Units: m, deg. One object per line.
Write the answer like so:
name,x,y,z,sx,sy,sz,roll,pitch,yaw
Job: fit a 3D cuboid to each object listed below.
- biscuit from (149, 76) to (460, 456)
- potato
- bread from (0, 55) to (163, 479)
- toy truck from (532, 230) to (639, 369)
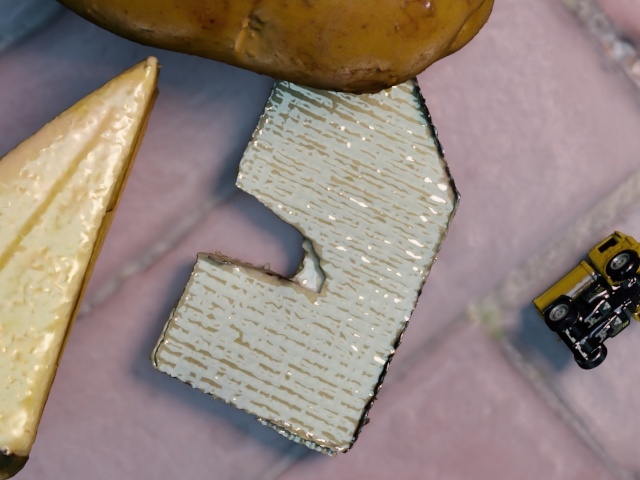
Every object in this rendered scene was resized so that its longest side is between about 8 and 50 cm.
biscuit,0.000,0.000,1.199,0.147,0.046,0.250,23,94,0
potato,-0.070,-0.205,1.120,0.369,0.176,0.195,17,87,4
bread,-0.212,-0.006,1.130,0.163,0.167,0.264,19,84,-4
toy truck,0.182,0.034,1.199,0.083,0.054,0.049,-39,120,2
